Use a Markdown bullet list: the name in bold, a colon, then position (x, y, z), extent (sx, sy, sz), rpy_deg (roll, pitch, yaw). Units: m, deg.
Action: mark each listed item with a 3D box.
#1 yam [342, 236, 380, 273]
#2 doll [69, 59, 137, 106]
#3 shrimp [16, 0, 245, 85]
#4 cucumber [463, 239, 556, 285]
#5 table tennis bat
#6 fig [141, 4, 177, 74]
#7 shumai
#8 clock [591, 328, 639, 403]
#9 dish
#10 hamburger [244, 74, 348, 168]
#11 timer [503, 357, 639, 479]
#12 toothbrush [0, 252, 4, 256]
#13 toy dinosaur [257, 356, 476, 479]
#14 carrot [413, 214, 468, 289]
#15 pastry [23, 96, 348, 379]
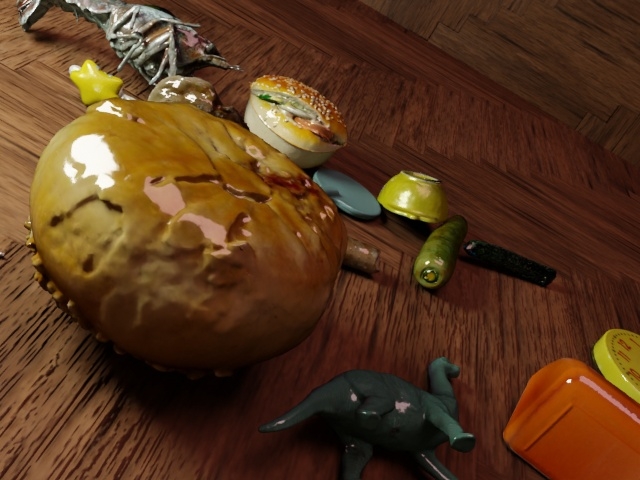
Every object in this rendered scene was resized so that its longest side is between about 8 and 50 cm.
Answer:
- **yam**: position (0.000, 0.000, 1.454), extent (0.241, 0.057, 0.057), rpy_deg (22, 27, -21)
- **doll**: position (-0.375, -0.261, 1.511), extent (0.135, 0.071, 0.113), rpy_deg (28, 7, -26)
- **shrimp**: position (-0.348, -0.365, 1.582), extent (0.410, 0.166, 0.221), rpy_deg (31, -4, -3)
- **cucumber**: position (0.394, 0.042, 1.810), extent (0.257, 0.043, 0.044), rpy_deg (19, 22, -30)
- **table tennis bat**: position (0.031, -0.088, 1.668), extent (0.149, 0.038, 0.237), rpy_deg (44, 24, 19)
- **fig**: position (-0.340, -0.392, 1.741), extent (0.123, 0.123, 0.156), rpy_deg (15, 70, -31)
- **shumai**: position (-0.220, -0.134, 1.391), extent (0.184, 0.218, 0.185), rpy_deg (29, 64, 3)
- **clock**: position (0.666, 0.275, 1.674), extent (0.293, 0.071, 0.277), rpy_deg (38, 27, 13)
- **dish**: position (0.195, -0.096, 1.751), extent (0.149, 0.080, 0.207), rpy_deg (14, 12, 0)
- **hamburger**: position (-0.048, -0.239, 1.718), extent (0.237, 0.147, 0.237), rpy_deg (28, 24, -13)
- **timer**: position (0.439, 0.303, 1.349), extent (0.257, 0.161, 0.250), rpy_deg (37, 11, 11)
- **toothbrush**: position (-0.425, 0.009, 1.029), extent (0.097, 0.008, 0.006), rpy_deg (13, 45, -35)
- **toy dinosaur**: position (0.072, 0.202, 1.157), extent (0.383, 0.129, 0.331), rpy_deg (20, 17, -20)
- **carrot**: position (0.246, 0.006, 1.693), extent (0.074, 0.074, 0.358), rpy_deg (34, 25, 5)
- **pastry**: position (-0.164, -0.003, 1.061), extent (0.409, 0.245, 0.409), rpy_deg (28, 26, -15)
